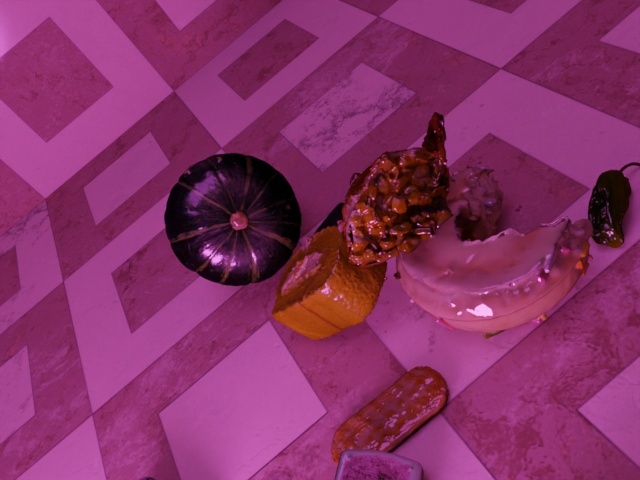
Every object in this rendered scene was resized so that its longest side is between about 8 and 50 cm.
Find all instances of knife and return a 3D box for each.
[{"bbox_3d":[0.000,0.000,1.725,0.072,0.019,0.245,6,53,49],"label":"knife"}]

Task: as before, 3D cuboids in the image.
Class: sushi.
[{"bbox_3d":[0.146,-0.081,1.334,0.296,0.167,0.179,-39,6,-5],"label":"sushi"}]

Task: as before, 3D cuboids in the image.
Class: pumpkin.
[{"bbox_3d":[-0.206,-0.049,1.693,0.323,0.323,0.241,-51,15,-15],"label":"pumpkin"}]

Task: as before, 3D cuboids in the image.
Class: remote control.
[{"bbox_3d":[0.064,0.490,1.097,0.145,0.050,0.344,6,52,16],"label":"remote control"}]

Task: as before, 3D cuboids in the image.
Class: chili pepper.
[{"bbox_3d":[0.530,-0.079,1.311,0.072,0.073,0.204,-19,38,46],"label":"chili pepper"}]

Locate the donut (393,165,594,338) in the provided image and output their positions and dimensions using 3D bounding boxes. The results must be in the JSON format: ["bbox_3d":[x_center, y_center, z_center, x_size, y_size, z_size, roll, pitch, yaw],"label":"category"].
[{"bbox_3d":[0.299,0.030,1.322,0.307,0.150,0.371,-41,36,-4],"label":"donut"}]

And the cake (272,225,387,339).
[{"bbox_3d":[0.015,0.088,1.473,0.260,0.156,0.179,-29,34,49],"label":"cake"}]

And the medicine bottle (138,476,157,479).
[{"bbox_3d":[-0.290,0.537,1.385,0.221,0.061,0.092,8,81,45],"label":"medicine bottle"}]

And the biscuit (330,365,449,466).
[{"bbox_3d":[0.119,0.317,1.279,0.247,0.029,0.118,-39,36,0],"label":"biscuit"}]
